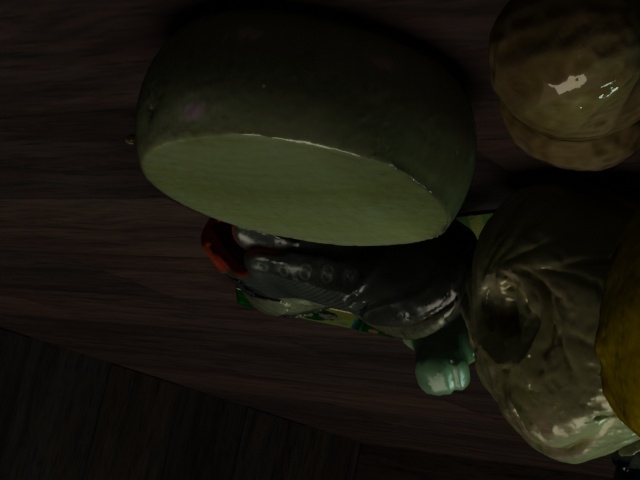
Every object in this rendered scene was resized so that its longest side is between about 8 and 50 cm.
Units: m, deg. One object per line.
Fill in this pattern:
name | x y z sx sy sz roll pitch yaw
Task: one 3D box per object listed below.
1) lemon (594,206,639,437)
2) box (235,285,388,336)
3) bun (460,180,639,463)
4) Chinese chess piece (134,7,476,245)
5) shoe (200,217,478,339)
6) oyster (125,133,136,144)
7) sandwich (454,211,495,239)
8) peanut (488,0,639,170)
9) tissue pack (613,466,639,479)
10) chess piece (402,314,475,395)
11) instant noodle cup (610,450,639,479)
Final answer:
lemon | 0.319 0.050 0.978 0.261 0.260 0.284 8 155 17
box | 0.002 0.088 1.959 0.235 0.034 0.132 12 168 0
bun | 0.204 0.077 1.214 0.153 0.243 0.244 -8 176 -24
Chinese chess piece | -0.010 -0.076 1.050 0.250 0.101 0.250 11 164 3
shoe | 0.000 0.000 1.401 0.171 0.132 0.336 34 160 -36
oyster | -0.125 -0.093 1.312 0.081 0.038 0.083 17 -164 23
sandwich | 0.200 -0.005 1.417 0.116 0.074 0.074 -19 -172 -36
peanut | 0.157 -0.094 0.873 0.104 0.085 0.228 -1 167 9
tissue pack | 0.537 0.332 2.172 0.134 0.192 0.271 13 168 2
chess piece | 0.210 0.098 1.450 0.298 0.175 0.176 2 164 30
instant noodle cup | 0.407 0.116 1.252 0.182 0.258 0.302 1 146 -44
